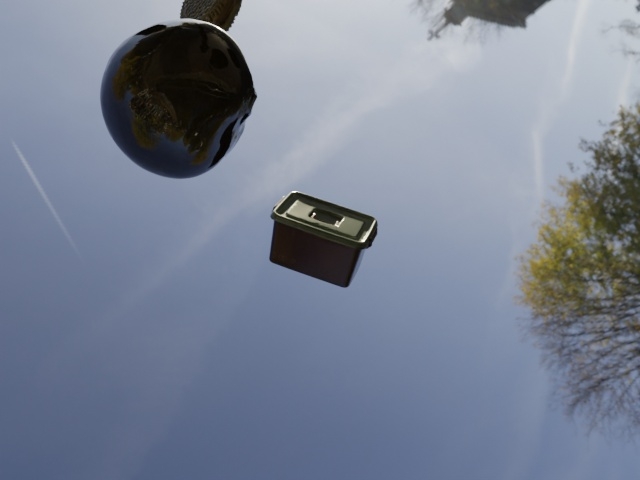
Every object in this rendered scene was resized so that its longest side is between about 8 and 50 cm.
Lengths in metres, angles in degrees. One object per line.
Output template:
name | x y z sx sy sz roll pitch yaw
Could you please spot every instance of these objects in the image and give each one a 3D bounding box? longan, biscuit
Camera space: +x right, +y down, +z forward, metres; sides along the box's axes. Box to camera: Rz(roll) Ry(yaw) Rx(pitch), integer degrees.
longan | -0.276 -0.280 1.205 0.319 0.319 0.318 21 -127 -31
biscuit | -0.322 -0.693 1.793 0.079 0.259 0.259 24 -130 -46

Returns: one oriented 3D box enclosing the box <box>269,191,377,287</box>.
box | 0.000 0.000 1.720 0.294 0.167 0.193 19 -151 10
